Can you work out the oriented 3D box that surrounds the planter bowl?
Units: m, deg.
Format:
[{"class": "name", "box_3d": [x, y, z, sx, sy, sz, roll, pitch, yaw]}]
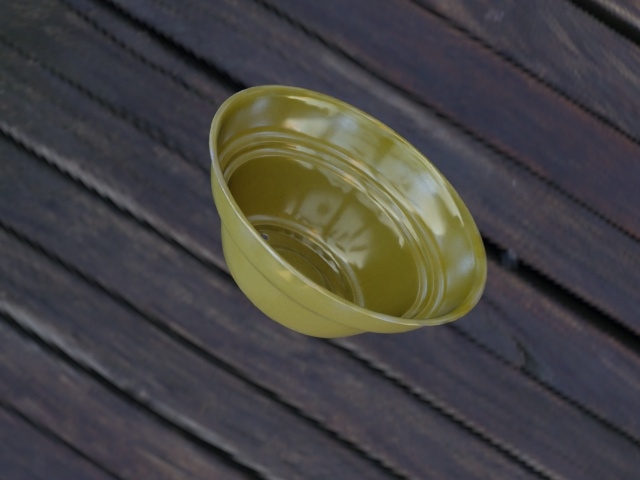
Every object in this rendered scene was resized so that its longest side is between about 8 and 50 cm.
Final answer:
[{"class": "planter bowl", "box_3d": [0.000, 0.000, 1.080, 0.217, 0.217, 0.090, 36, 124, -3]}]
